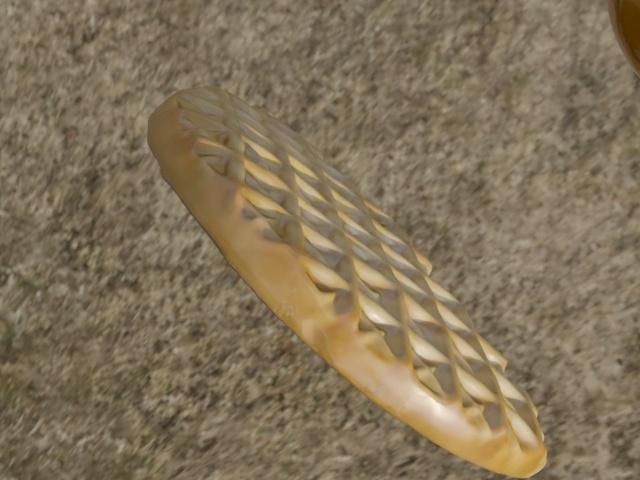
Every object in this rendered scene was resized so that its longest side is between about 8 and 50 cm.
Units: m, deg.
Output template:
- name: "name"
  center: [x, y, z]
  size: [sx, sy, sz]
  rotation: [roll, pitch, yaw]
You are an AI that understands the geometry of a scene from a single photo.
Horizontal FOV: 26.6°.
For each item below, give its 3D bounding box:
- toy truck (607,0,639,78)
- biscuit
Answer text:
- name: "toy truck"
  center: [0.250, -0.127, 0.572]
  size: [0.204, 0.288, 0.211]
  rotation: [32, 17, -35]
- name: "biscuit"
  center: [0.000, 0.000, 0.753]
  size: [0.205, 0.040, 0.309]
  rotation: [25, 21, -49]
